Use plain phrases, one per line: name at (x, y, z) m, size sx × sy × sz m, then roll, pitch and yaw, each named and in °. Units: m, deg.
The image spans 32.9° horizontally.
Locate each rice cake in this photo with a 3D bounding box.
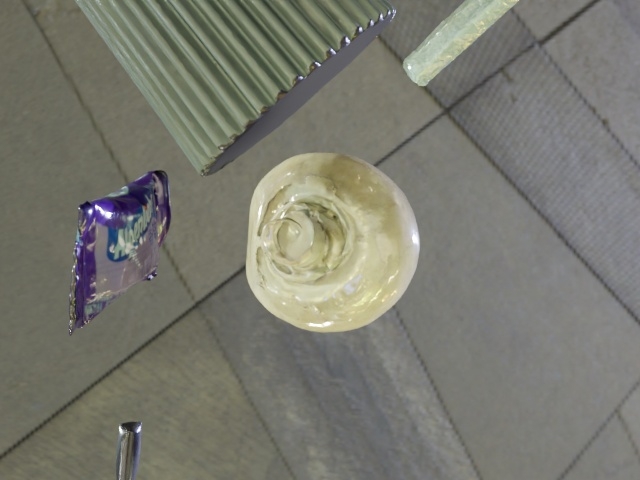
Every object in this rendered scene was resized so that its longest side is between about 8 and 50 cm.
rice cake at (0.150, -0.220, 1.065) m, size 0.029 × 0.171 × 0.033 m, roll 29°, pitch 23°, yaw -50°

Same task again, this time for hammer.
hammer at (-0.311, 0.426, 1.698) m, size 0.037 × 0.137 × 0.290 m, roll 6°, pitch 96°, yaw -1°

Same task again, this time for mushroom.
mushroom at (0.000, 0.000, 1.421) m, size 0.202 × 0.246 × 0.246 m, roll 8°, pitch 80°, yaw -61°

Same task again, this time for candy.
candy at (-0.229, 0.006, 1.237) m, size 0.275 × 0.070 × 0.145 m, roll -45°, pitch 142°, yaw -73°

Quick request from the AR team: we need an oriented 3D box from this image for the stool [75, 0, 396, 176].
stool at (-0.128, -0.292, 1.257) m, size 0.330 × 0.297 × 0.297 m, roll 50°, pitch 56°, yaw -1°
